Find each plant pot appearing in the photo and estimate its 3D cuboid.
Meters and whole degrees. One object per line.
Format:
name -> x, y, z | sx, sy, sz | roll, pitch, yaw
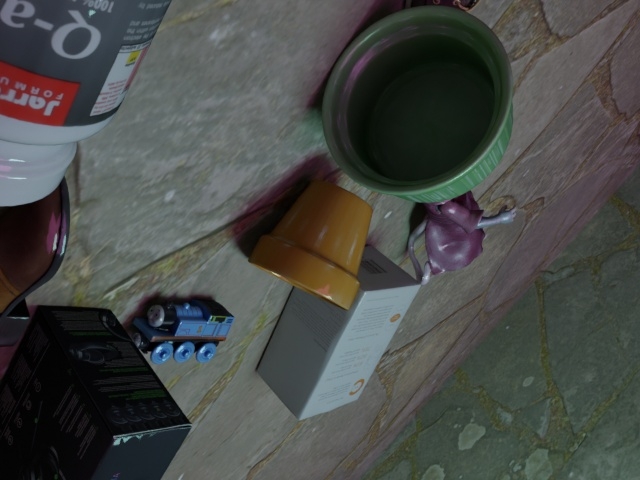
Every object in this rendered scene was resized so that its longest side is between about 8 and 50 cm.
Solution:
plant pot -> 0.000, 0.000, 1.045 | 0.205, 0.205, 0.188 | 36, 78, -56

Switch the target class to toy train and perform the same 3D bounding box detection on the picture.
toy train -> -0.243, 0.157, 1.009 | 0.184, 0.080, 0.105 | 13, 103, -51

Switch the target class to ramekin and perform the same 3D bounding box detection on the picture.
ramekin -> 0.168, -0.207, 0.938 | 0.303, 0.303, 0.148 | -55, 153, 8

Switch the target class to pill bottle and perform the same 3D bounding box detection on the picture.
pill bottle -> -0.244, -0.214, 0.481 | 0.210, 0.210, 0.363 | -1, 138, -49

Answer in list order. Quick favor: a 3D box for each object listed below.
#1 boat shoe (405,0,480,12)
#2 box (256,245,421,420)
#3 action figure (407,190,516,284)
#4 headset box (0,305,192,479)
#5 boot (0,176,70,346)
boat shoe -> 0.217, -0.433, 0.944 | 0.116, 0.096, 0.325 | -30, 141, -27
box -> 0.037, 0.200, 1.284 | 0.215, 0.168, 0.345 | -1, 122, -49
action figure -> 0.277, -0.093, 1.309 | 0.275, 0.248, 0.370 | -25, 149, 12
headset box -> -0.344, 0.277, 0.820 | 0.131, 0.283, 0.246 | 13, 111, -53
boot -> -0.454, 0.004, 0.639 | 0.280, 0.096, 0.264 | 16, 117, -46
